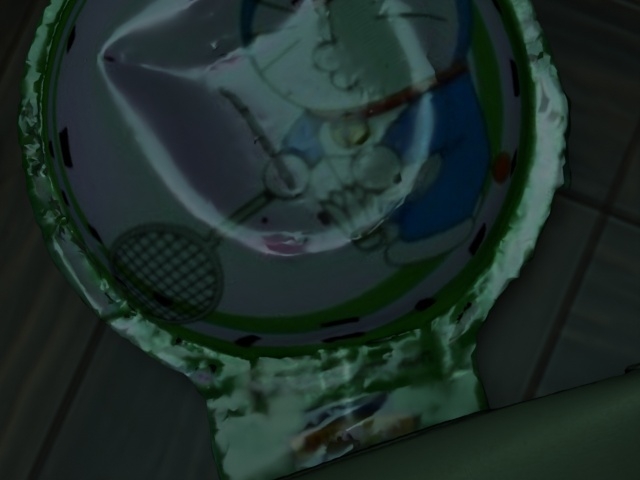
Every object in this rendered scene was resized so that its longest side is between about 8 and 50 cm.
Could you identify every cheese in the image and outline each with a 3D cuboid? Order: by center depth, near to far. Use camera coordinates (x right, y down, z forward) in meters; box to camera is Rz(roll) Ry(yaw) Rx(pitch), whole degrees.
[{"bbox_3d":[0.000,0.000,0.607,0.204,0.083,0.320,-12,89,-2],"label":"cheese"}]

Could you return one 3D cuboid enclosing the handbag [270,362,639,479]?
[{"bbox_3d":[0.082,0.169,0.549,0.315,0.109,0.241,-12,88,-6],"label":"handbag"}]
